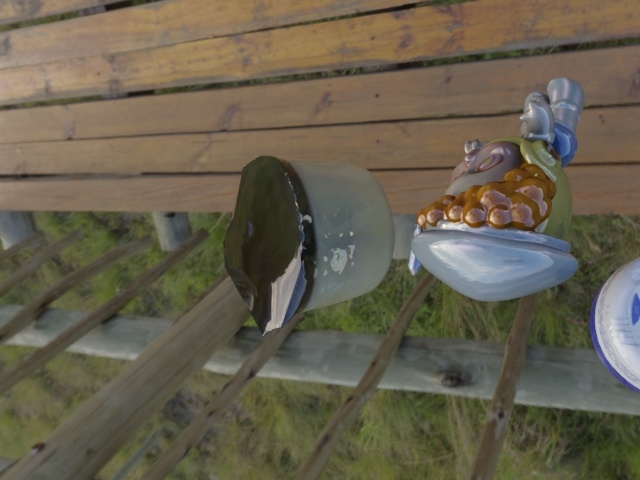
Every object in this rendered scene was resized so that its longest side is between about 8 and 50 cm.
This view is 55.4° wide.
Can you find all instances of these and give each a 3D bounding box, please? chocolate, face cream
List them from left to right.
[{"bbox_3d":[0.000,0.000,1.229,0.314,0.297,0.325,52,129,48],"label":"chocolate"},{"bbox_3d":[0.486,0.113,0.829,0.206,0.111,0.205,-3,74,11],"label":"face cream"}]

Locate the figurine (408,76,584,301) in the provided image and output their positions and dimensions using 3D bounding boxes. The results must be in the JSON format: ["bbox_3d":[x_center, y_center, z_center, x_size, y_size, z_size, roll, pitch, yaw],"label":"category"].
[{"bbox_3d":[0.291,-0.078,0.835,0.205,0.381,0.225,43,162,-14],"label":"figurine"}]
